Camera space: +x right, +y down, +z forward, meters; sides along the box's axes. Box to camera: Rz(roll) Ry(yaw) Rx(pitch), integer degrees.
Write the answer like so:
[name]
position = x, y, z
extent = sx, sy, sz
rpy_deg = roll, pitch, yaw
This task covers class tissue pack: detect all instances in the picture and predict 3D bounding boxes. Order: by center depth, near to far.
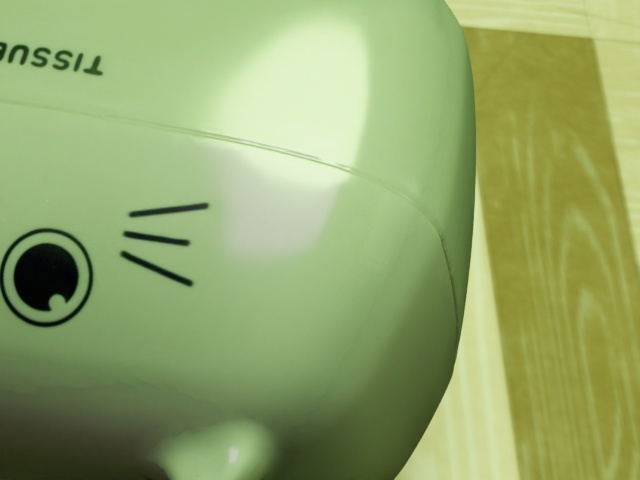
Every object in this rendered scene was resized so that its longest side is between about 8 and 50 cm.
[tissue pack]
position = -0.108, 0.002, 0.758
extent = 0.333, 0.229, 0.236
rpy_deg = 8, 65, 12
